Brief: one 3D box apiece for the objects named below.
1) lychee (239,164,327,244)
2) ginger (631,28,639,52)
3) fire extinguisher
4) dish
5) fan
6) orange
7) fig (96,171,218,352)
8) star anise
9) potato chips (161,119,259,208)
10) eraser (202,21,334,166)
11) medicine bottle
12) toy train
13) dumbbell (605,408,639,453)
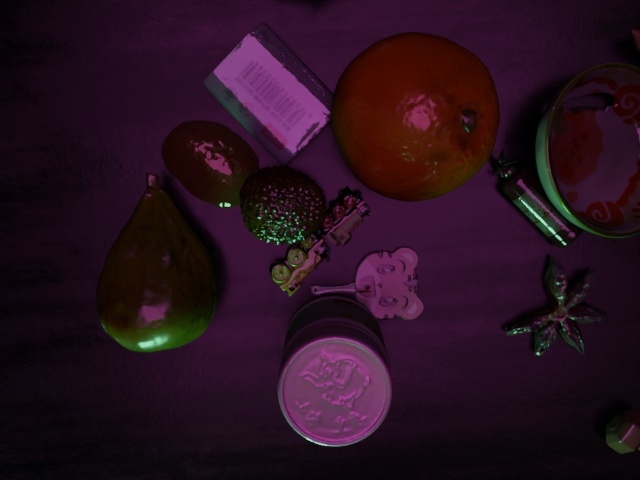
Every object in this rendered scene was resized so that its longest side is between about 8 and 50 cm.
[{"bbox_3d":[-0.068,-0.063,1.581,0.171,0.171,0.171,0,96,0],"label":"lychee"},{"bbox_3d":[0.717,-0.354,1.569,0.267,0.138,0.152,33,99,-8],"label":"ginger"},{"bbox_3d":[0.422,-0.090,1.614,0.231,0.099,0.071,45,68,-5],"label":"fire extinguisher"},{"bbox_3d":[0.529,-0.167,1.580,0.324,0.124,0.324,0,90,-21],"label":"dish"},{"bbox_3d":[0.093,0.095,1.675,0.226,0.008,0.153,-5,98,1],"label":"fan"},{"bbox_3d":[0.173,-0.222,1.501,0.312,0.312,0.312,0,96,0],"label":"orange"},{"bbox_3d":[-0.290,0.059,1.568,0.233,0.233,0.314,25,91,-2],"label":"fig"},{"bbox_3d":[0.491,0.146,1.654,0.171,0.063,0.208,31,95,-4],"label":"star anise"},{"bbox_3d":[-0.215,-0.152,1.632,0.201,0.049,0.150,42,99,-10],"label":"potato chips"},{"bbox_3d":[-0.088,-0.282,1.603,0.174,0.081,0.227,-45,93,0],"label":"eraser"},{"bbox_3d":[0.026,0.230,1.531,0.202,0.316,0.202,0,100,1],"label":"medicine bottle"},{"bbox_3d":[0.000,0.000,1.646,0.085,0.053,0.250,43,94,-12],"label":"toy train"},{"bbox_3d":[0.684,0.434,1.672,0.231,0.092,0.082,37,122,-3],"label":"dumbbell"}]
